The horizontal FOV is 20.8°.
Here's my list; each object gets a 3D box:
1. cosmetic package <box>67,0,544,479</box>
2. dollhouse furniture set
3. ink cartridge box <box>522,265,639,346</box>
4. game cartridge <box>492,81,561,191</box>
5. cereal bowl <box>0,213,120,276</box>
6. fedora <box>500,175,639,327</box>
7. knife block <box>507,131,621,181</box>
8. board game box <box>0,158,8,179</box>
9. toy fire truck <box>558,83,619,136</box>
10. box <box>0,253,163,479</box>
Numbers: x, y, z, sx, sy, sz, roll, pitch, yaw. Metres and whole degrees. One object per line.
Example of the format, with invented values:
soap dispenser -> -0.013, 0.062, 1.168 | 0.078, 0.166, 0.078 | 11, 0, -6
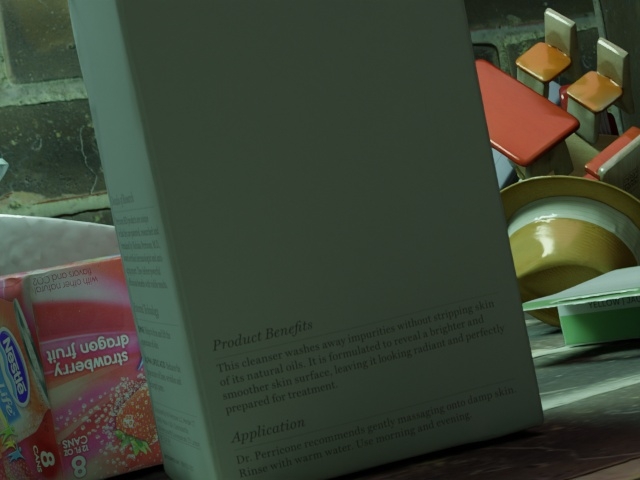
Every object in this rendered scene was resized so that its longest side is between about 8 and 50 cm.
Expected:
cosmetic package -> -0.019, -0.053, 1.068 | 0.217, 0.385, 0.156 | -10, 1, -18
dollhouse furniture set -> 0.219, -0.104, 1.745 | 0.262, 0.135, 0.259 | -38, 52, -19
ink cartridge box -> 0.269, 0.055, 1.441 | 0.171, 0.056, 0.235 | -10, 4, 37
game cartridge -> 0.213, -0.066, 2.215 | 0.297, 0.062, 0.198 | -55, -14, -30
cereal bowl -> -0.229, 0.080, 1.536 | 0.339, 0.141, 0.339 | 4, -11, 1
fedora -> 0.232, 0.026, 1.639 | 0.194, 0.194, 0.079 | -10, 36, 32
knife block -> 0.363, -0.064, 1.836 | 0.242, 0.275, 0.088 | -36, -26, 2
board game box -> -0.470, 0.067, 1.597 | 0.390, 0.050, 0.390 | -52, -4, 5
toy fire truck -> 0.369, -0.081, 2.250 | 0.169, 0.253, 0.302 | -10, 1, 17
box -> -0.106, 0.079, 1.280 | 0.300, 0.154, 0.142 | -10, 1, -38
